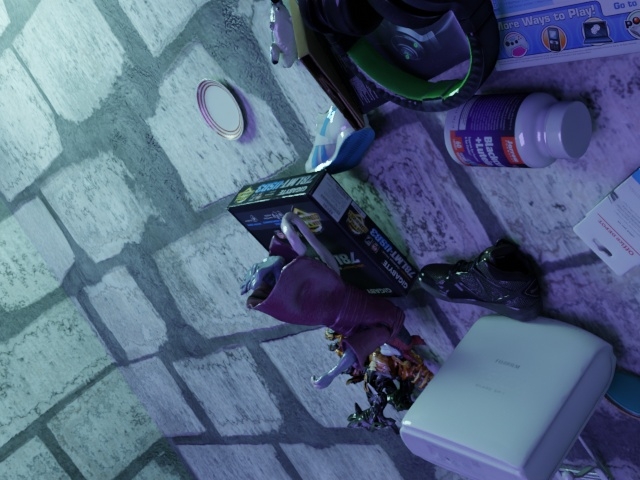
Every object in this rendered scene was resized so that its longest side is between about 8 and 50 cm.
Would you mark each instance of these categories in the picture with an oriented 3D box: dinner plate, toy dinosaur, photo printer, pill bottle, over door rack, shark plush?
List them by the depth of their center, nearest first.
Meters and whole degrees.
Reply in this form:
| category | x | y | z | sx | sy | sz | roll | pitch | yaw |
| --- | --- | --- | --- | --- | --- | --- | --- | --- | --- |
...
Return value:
| category | x | y | z | sx | sy | sz | roll | pitch | yaw |
| --- | --- | --- | --- | --- | --- | --- | --- | --- | --- |
| pill bottle | 0.283 | -0.158 | 1.262 | 0.193 | 0.108 | 0.108 | 7 | 126 | 48 |
| photo printer | 0.311 | 0.245 | 1.420 | 0.256 | 0.307 | 0.107 | 12 | 139 | 45 |
| shark plush | -0.079 | -0.378 | 1.550 | 0.161 | 0.073 | 0.067 | 65 | 175 | -26 |
| over door rack | 0.375 | 0.362 | 1.635 | 0.239 | 0.108 | 0.324 | -8 | 114 | 52 |
| toy dinosaur | 0.129 | 0.276 | 1.829 | 0.322 | 0.164 | 0.219 | -143 | 47 | -59 |
| dinner plate | -0.206 | -0.274 | 1.830 | 0.141 | 0.017 | 0.141 | 32 | 142 | 29 |

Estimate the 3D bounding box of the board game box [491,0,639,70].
| category | x | y | z | sx | sy | sz | roll | pitch | yaw |
| --- | --- | --- | --- | --- | --- | --- | --- | --- | --- |
| board game box | 0.299 | -0.361 | 0.991 | 0.308 | 0.086 | 0.302 | 4 | 123 | 48 |

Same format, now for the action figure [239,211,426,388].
| category | x | y | z | sx | sy | sz | roll | pitch | yaw |
| --- | --- | --- | --- | --- | --- | --- | --- | --- | --- |
| action figure | 0.043 | 0.114 | 1.652 | 0.370 | 0.248 | 0.276 | 23 | 113 | -9 |

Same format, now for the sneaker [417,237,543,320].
| category | x | y | z | sx | sy | sz | roll | pitch | yaw |
| --- | --- | --- | --- | --- | --- | --- | --- | --- | --- |
| sneaker | 0.266 | 0.049 | 1.499 | 0.227 | 0.087 | 0.130 | 15 | 130 | 39 |

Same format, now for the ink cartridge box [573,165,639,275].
| category | x | y | z | sx | sy | sz | roll | pitch | yaw |
| --- | --- | --- | --- | --- | --- | --- | --- | --- | --- |
| ink cartridge box | 0.447 | -0.038 | 1.218 | 0.104 | 0.060 | 0.180 | 47 | 146 | 8 |

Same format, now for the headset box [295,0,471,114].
| category | x | y | z | sx | sy | sz | roll | pitch | yaw |
| --- | --- | --- | --- | --- | --- | --- | --- | --- | --- |
| headset box | 0.118 | -0.352 | 1.261 | 0.283 | 0.131 | 0.246 | -21 | 103 | 56 |

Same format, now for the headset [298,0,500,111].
| category | x | y | z | sx | sy | sz | roll | pitch | yaw |
| --- | --- | --- | --- | --- | --- | --- | --- | --- | --- |
| headset | 0.089 | -0.348 | 1.104 | 0.243 | 0.185 | 0.394 | 4 | 138 | 48 |

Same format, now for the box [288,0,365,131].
| category | x | y | z | sx | sy | sz | roll | pitch | yaw |
| --- | --- | --- | --- | --- | --- | --- | --- | --- | --- |
| box | 0.008 | -0.285 | 1.383 | 0.021 | 0.201 | 0.164 | -29 | 130 | 18 |

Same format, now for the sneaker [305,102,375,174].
| category | x | y | z | sx | sy | sz | roll | pitch | yaw |
| --- | --- | --- | --- | --- | --- | --- | --- | --- | --- |
| sneaker | 0.028 | -0.182 | 1.584 | 0.229 | 0.087 | 0.092 | -46 | 60 | 60 |

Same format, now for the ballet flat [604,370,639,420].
| category | x | y | z | sx | sy | sz | roll | pitch | yaw |
| --- | --- | --- | --- | --- | --- | --- | --- | --- | --- |
| ballet flat | 0.535 | 0.274 | 1.398 | 0.206 | 0.073 | 0.067 | 25 | 152 | 40 |

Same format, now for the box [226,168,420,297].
| category | x | y | z | sx | sy | sz | roll | pitch | yaw |
| --- | --- | --- | --- | --- | --- | --- | --- | --- | --- |
| box | 0.000 | 0.000 | 1.716 | 0.293 | 0.073 | 0.295 | 48 | 151 | -24 |
